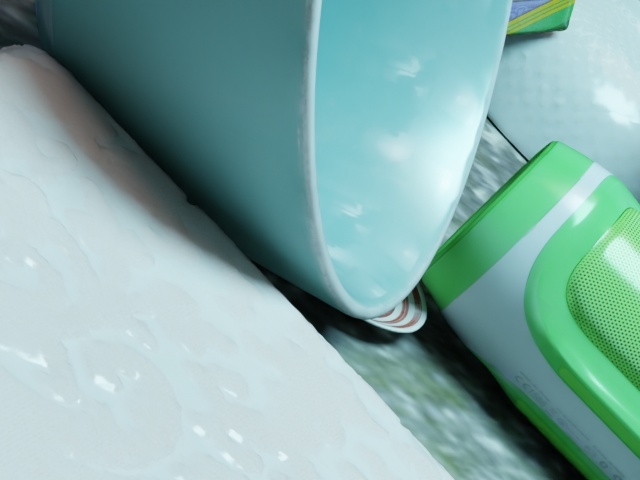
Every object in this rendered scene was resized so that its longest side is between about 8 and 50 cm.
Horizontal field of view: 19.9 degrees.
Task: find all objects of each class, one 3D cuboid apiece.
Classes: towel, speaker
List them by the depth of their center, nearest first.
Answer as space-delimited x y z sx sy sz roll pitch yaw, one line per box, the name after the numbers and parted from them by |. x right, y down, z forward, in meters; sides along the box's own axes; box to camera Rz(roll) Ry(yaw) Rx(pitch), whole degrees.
-0.086 0.063 0.625 0.317 0.053 0.332 46 20 6 | towel
0.195 0.086 1.002 0.296 0.131 0.131 45 20 1 | speaker

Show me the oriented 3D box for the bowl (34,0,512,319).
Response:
-0.021 -0.129 0.853 0.163 0.311 0.311 11 11 19 | bowl

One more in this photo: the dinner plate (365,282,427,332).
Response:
0.000 0.000 0.971 0.141 0.017 0.141 37 20 -16 | dinner plate

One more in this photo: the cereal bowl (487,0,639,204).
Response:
0.261 -0.134 1.572 0.339 0.141 0.339 38 21 -18 | cereal bowl

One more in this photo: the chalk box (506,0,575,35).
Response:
0.085 -0.240 1.395 0.213 0.132 0.132 -7 44 -22 | chalk box
